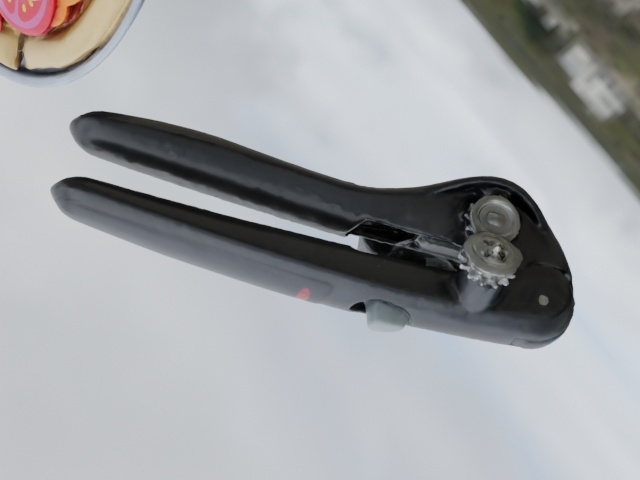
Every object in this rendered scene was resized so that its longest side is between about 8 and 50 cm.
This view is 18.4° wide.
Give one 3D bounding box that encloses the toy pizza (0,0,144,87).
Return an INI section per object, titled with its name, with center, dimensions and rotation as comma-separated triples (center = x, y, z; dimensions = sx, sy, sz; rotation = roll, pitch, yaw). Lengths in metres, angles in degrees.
[toy pizza]
center = -0.130, -0.162, 0.807
dimensions = 0.032, 0.201, 0.201
rotation = -11, -125, -40

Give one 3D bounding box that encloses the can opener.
[can opener]
center = 0.000, 0.000, 0.671
dimensions = 0.186, 0.073, 0.059
rotation = 13, -122, -15
